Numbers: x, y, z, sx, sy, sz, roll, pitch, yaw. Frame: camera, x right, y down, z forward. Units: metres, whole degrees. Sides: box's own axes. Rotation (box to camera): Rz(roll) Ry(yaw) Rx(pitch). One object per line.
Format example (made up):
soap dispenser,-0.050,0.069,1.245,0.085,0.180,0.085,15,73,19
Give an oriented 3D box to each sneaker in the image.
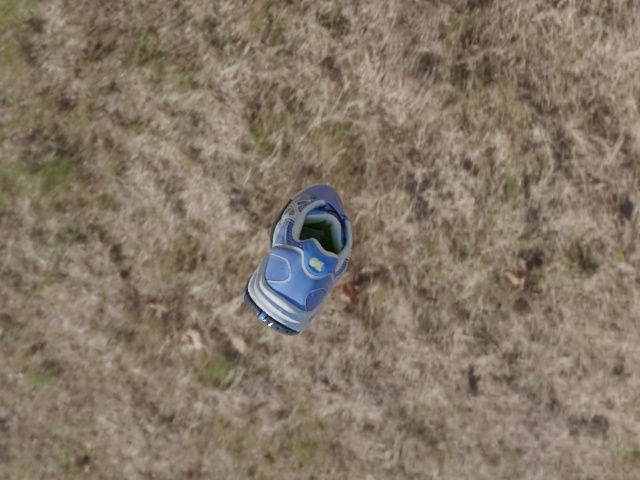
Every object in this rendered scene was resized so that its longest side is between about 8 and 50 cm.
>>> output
sneaker,0.000,0.000,0.738,0.080,0.211,0.081,35,117,-11
